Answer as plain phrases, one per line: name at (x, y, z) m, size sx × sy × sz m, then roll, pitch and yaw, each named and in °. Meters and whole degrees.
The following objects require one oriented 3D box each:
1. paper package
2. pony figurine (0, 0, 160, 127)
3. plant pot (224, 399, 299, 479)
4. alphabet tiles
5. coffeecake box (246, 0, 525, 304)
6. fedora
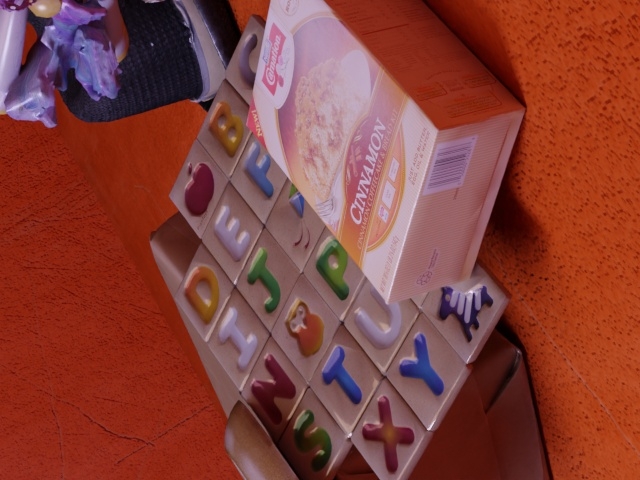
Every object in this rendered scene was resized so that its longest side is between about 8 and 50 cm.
paper package at (0.033, 0.134, 1.394) m, size 0.325 × 0.168 × 0.309 m, roll 45°, pitch 162°, yaw 43°
pony figurine at (-0.186, -0.250, 1.184) m, size 0.363 × 0.303 × 0.351 m, roll 108°, pitch 166°, yaw -54°
plant pot at (-0.008, 0.227, 1.265) m, size 0.236 × 0.032 × 0.236 m, roll 55°, pitch 173°, yaw 10°
alphabet tiles at (0.000, 0.000, 1.186) m, size 0.342 × 0.011 × 0.285 m, roll 51°, pitch 125°, yaw 39°
coffeecake box at (0.034, -0.078, 1.054) m, size 0.185 × 0.068 × 0.142 m, roll 52°, pitch 144°, yaw 36°
fedora at (-0.201, -0.214, 1.611) m, size 0.334 × 0.152 × 0.334 m, roll 56°, pitch 167°, yaw 21°
